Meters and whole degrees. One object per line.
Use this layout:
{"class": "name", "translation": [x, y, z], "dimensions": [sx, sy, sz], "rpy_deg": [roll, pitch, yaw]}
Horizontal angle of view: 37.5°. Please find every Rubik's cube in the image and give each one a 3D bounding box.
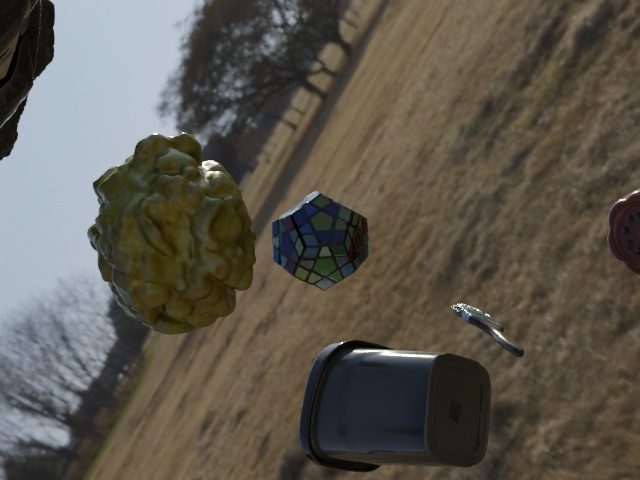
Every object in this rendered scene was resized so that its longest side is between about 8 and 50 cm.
{"class": "Rubik's cube", "translation": [0.000, 0.000, 1.227], "dimensions": [0.133, 0.111, 0.133], "rpy_deg": [9, 101, 52]}

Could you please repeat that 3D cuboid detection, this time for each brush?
{"class": "brush", "translation": [0.254, 0.135, 1.386], "dimensions": [0.021, 0.070, 0.196], "rpy_deg": [-64, 19, 8]}

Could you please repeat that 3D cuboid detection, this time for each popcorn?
{"class": "popcorn", "translation": [-0.176, -0.008, 1.103], "dimensions": [0.181, 0.235, 0.217], "rpy_deg": [-20, 11, -10]}

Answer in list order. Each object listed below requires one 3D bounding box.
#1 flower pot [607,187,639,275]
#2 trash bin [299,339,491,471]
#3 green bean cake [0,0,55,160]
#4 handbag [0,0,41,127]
{"class": "flower pot", "translation": [0.554, -0.019, 1.491], "dimensions": [0.190, 0.173, 0.191], "rpy_deg": [20, 114, 54]}
{"class": "trash bin", "translation": [0.131, 0.279, 1.559], "dimensions": [0.250, 0.219, 0.219], "rpy_deg": [-7, 72, 45]}
{"class": "green bean cake", "translation": [-0.649, -0.310, 1.779], "dimensions": [0.300, 0.169, 0.308], "rpy_deg": [-51, -25, -52]}
{"class": "handbag", "translation": [-0.468, -0.237, 1.165], "dimensions": [0.275, 0.177, 0.302], "rpy_deg": [-58, 11, 41]}
